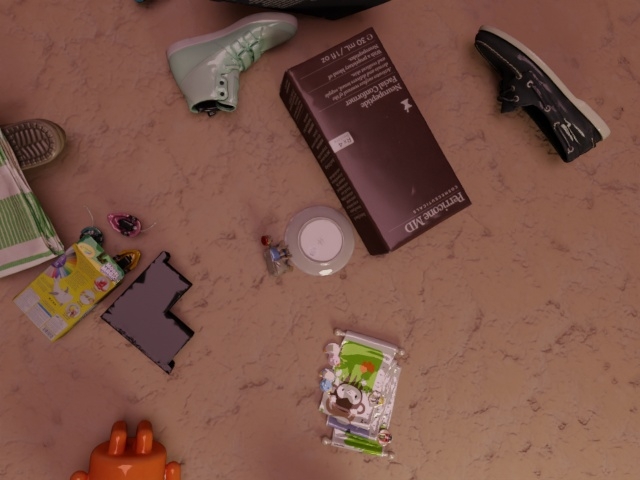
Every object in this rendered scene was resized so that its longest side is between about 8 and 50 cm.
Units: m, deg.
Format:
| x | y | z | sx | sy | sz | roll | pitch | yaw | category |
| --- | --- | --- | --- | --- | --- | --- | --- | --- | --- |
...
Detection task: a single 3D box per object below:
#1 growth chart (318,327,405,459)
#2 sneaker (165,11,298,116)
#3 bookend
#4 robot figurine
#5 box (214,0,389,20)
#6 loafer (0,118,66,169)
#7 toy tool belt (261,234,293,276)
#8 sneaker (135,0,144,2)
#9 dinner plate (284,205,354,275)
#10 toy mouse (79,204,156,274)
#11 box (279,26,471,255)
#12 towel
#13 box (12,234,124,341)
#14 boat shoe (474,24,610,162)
| x | y | z | sx | sy | sz | roll | pitch | yaw | category |
| --- | --- | --- | --- | --- | --- | --- | --- | --- | --- |
| 0.078 | 0.299 | 0.997 | 0.172 | 0.021 | 0.237 | 10 | 84 | -7 | growth chart |
| -0.147 | -0.324 | 0.961 | 0.256 | 0.094 | 0.150 | -19 | 84 | 0 | sneaker |
| -0.278 | 0.128 | 0.924 | 0.156 | 0.072 | 0.157 | 42 | 81 | -5 | bookend |
| -0.335 | 0.426 | 0.870 | 0.128 | 0.158 | 0.219 | 1 | 85 | 31 | robot figurine |
| -0.034 | -0.564 | 0.867 | 0.294 | 0.183 | 0.295 | -12 | 103 | -40 | box |
| -0.564 | -0.152 | 0.889 | 0.269 | 0.092 | 0.101 | -7 | 105 | 7 | loafer |
| -0.081 | 0.026 | 0.979 | 0.051 | 0.052 | 0.083 | -17 | 93 | -41 | toy tool belt |
| -0.420 | -0.581 | 0.921 | 0.341 | 0.125 | 0.139 | 35 | 87 | -3 | sneaker |
| 0.000 | 0.000 | 1.006 | 0.141 | 0.017 | 0.141 | 0 | 87 | -8 | dinner plate |
| -0.382 | -0.008 | 0.931 | 0.161 | 0.031 | 0.143 | -40 | 95 | 1 | toy mouse |
| 0.097 | -0.179 | 0.971 | 0.191 | 0.143 | 0.381 | -31 | 93 | -10 | box |
| -0.603 | -0.084 | 0.844 | 0.248 | 0.038 | 0.324 | -19 | 103 | 11 | towel |
| -0.438 | 0.081 | 0.900 | 0.179 | 0.043 | 0.105 | -41 | 94 | 5 | box |
| 0.426 | -0.291 | 1.042 | 0.340 | 0.127 | 0.113 | 40 | 104 | -7 | boat shoe |
